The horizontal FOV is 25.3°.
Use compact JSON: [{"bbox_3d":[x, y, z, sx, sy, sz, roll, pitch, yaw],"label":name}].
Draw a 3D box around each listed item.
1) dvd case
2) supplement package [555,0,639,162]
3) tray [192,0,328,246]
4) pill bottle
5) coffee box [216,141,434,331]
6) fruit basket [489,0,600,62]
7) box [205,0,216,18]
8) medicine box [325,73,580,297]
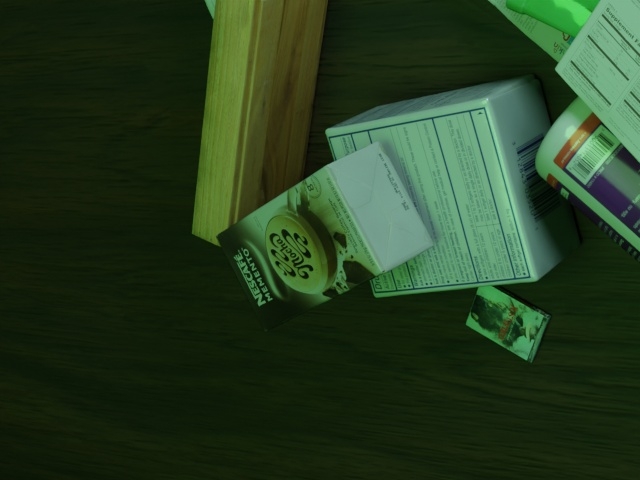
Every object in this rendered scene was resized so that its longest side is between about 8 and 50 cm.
[{"bbox_3d":[0.282,0.120,2.149,0.119,0.013,0.087,30,125,22],"label":"dvd case"},{"bbox_3d":[0.457,-0.250,1.691,0.198,0.199,0.263,51,143,18],"label":"supplement package"},{"bbox_3d":[-0.087,-0.210,2.156,0.076,0.203,0.411,25,122,26],"label":"tray"},{"bbox_3d":[0.446,-0.061,1.839,0.323,0.181,0.181,43,129,13],"label":"pill bottle"},{"bbox_3d":[0.000,0.000,2.047,0.297,0.118,0.168,-30,87,50],"label":"coffee box"},{"bbox_3d":[0.294,-0.441,1.835,0.353,0.165,0.327,50,131,29],"label":"fruit basket"},{"bbox_3d":[-0.125,-0.404,2.166,0.087,0.101,0.102,-17,99,40],"label":"box"},{"bbox_3d":[0.188,-0.074,2.046,0.289,0.149,0.264,-7,104,39],"label":"medicine box"}]
